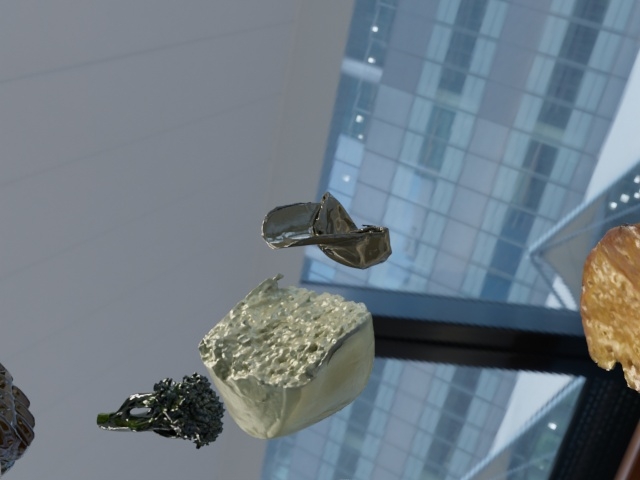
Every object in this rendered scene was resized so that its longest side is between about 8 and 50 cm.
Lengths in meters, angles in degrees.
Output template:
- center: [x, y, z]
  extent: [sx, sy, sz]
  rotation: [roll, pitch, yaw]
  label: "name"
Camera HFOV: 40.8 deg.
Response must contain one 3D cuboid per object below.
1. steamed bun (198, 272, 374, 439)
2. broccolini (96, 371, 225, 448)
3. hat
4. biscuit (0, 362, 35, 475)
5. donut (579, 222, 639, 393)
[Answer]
- center: [-0.036, 0.229, 1.589]
  extent: [0.290, 0.272, 0.273]
  rotation: [-27, -71, -27]
  label: "steamed bun"
- center: [-0.191, 0.209, 0.975]
  extent: [0.091, 0.203, 0.068]
  rotation: [50, -143, -22]
  label: "broccolini"
- center: [0.000, 0.000, 1.226]
  extent: [0.175, 0.147, 0.085]
  rotation: [-11, -59, -28]
  label: "hat"
- center: [-0.516, 0.184, 1.151]
  extent: [0.103, 0.332, 0.332]
  rotation: [-42, -25, -6]
  label: "biscuit"
- center: [0.455, 0.143, 0.860]
  extent: [0.163, 0.435, 0.377]
  rotation: [-24, -27, -8]
  label: "donut"
